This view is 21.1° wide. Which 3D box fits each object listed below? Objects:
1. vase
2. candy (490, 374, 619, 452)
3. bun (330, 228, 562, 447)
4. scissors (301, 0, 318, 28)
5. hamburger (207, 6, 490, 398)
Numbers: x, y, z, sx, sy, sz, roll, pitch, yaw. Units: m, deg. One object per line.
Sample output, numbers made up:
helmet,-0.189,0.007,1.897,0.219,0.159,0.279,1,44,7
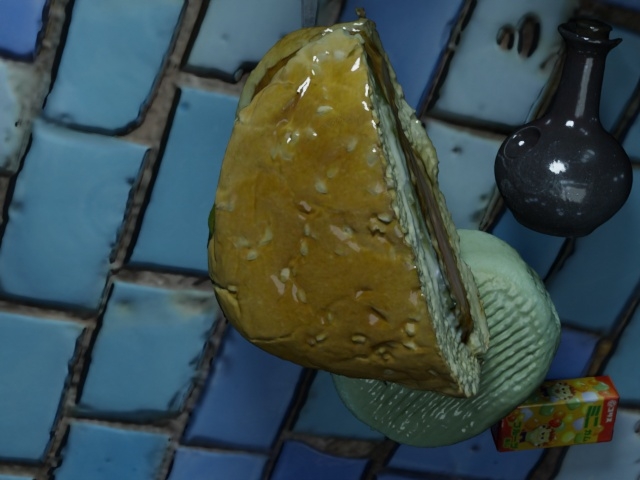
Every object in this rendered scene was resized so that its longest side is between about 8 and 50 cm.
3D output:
vase,0.216,-0.098,1.472,0.120,0.120,0.183,4,109,-15
candy,0.231,0.172,1.710,0.122,0.038,0.062,-5,126,-9
bun,0.114,0.082,1.578,0.221,0.108,0.221,-1,120,-2
scissors,-0.006,-0.233,1.378,0.100,0.015,0.189,-5,127,-12
hamburger,-0.002,0.000,1.416,0.209,0.162,0.330,-15,111,20
